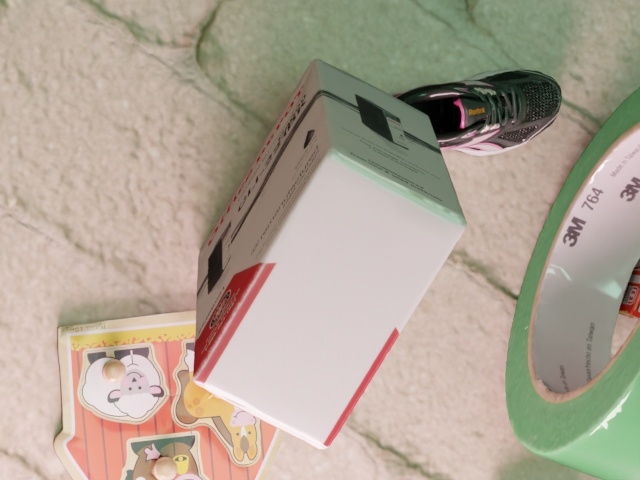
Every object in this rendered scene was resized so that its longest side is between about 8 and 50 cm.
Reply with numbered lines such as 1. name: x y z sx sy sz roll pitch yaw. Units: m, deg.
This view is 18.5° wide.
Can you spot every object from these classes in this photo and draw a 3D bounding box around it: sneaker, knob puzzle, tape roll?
1. sneaker: 0.122 -0.101 1.621 0.178 0.077 0.072 -15 93 -17
2. knob puzzle: -0.116 0.155 1.566 0.213 0.030 0.213 1 88 -16
3. tape roll: 0.252 0.028 1.526 0.077 0.321 0.321 23 82 -14

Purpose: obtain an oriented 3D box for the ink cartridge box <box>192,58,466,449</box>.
1. ink cartridge box: 0.000 0.000 1.456 0.114 0.273 0.197 28 105 -10

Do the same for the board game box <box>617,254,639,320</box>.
1. board game box: 0.360 0.026 1.689 0.194 0.045 0.146 22 86 -20
